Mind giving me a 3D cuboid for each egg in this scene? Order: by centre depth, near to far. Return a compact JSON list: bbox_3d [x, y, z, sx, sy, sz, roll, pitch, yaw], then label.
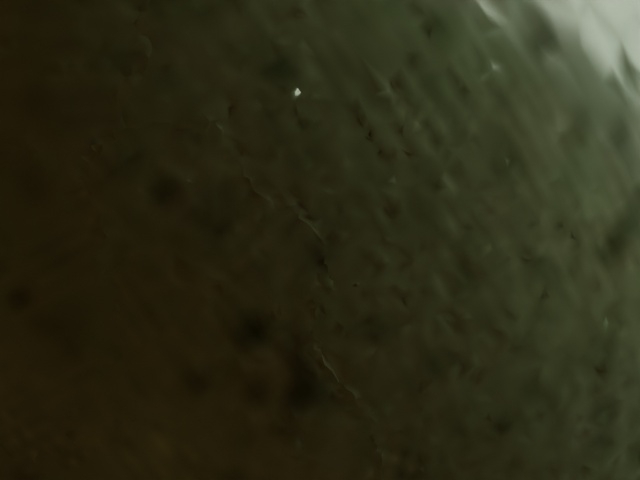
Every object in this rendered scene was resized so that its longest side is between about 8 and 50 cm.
[{"bbox_3d":[0.000,0.000,0.527,0.379,0.287,0.287,41,8,-23],"label":"egg"}]
